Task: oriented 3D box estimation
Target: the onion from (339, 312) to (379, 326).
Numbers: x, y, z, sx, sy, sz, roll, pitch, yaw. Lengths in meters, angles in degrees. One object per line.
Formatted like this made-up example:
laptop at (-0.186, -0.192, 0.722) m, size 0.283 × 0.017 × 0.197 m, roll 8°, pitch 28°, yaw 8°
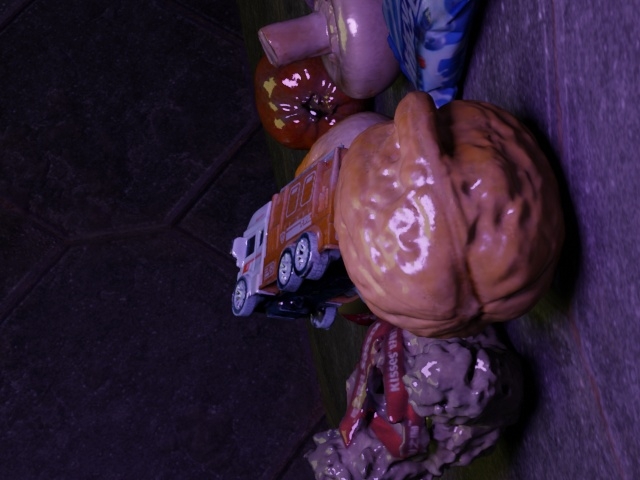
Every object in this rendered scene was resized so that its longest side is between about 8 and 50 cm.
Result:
onion at (0.077, 0.087, 1.930) m, size 0.173 × 0.135 × 0.198 m, roll -107°, pitch 9°, yaw -60°

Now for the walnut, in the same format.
walnut at (0.127, -0.029, 1.170) m, size 0.257 × 0.225 × 0.257 m, roll -14°, pitch -90°, yaw -84°

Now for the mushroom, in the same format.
mushroom at (0.019, -0.298, 1.662) m, size 0.207 × 0.215 × 0.207 m, roll 165°, pitch 90°, yaw -77°

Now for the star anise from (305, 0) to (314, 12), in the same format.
star anise at (0.007, -0.475, 1.901) m, size 0.282 × 0.129 × 0.212 m, roll 79°, pitch -175°, yaw -65°

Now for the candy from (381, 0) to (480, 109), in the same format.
candy at (0.128, -0.269, 1.358) m, size 0.187 × 0.077 × 0.331 m, roll 61°, pitch 167°, yaw 22°

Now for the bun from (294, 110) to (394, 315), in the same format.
bun at (0.032, -0.039, 1.674) m, size 0.299 × 0.165 × 0.298 m, roll 9°, pitch -90°, yaw -76°

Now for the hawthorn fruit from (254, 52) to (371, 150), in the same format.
hawthorn fruit at (-0.012, -0.268, 1.997) m, size 0.262 × 0.211 × 0.210 m, roll -87°, pitch -8°, yaw -69°

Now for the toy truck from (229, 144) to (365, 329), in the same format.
toy truck at (0.000, 0.000, 1.397) m, size 0.305 × 0.136 × 0.162 m, roll 148°, pitch 128°, yaw -60°

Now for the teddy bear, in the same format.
teddy bear at (0.118, 0.110, 1.446) m, size 0.357 × 0.225 × 0.367 m, roll 127°, pitch 140°, yaw -49°
